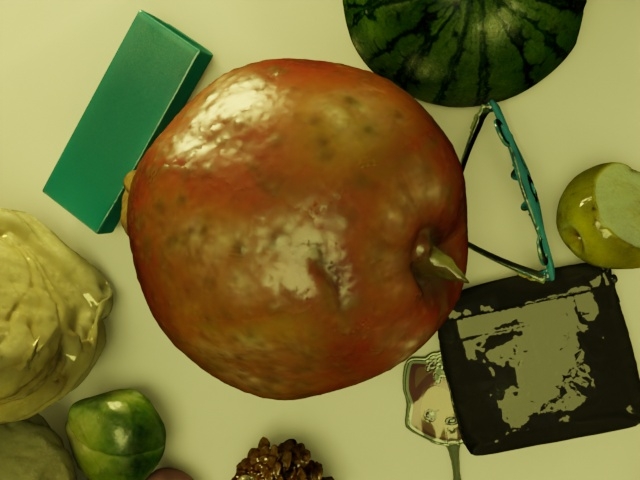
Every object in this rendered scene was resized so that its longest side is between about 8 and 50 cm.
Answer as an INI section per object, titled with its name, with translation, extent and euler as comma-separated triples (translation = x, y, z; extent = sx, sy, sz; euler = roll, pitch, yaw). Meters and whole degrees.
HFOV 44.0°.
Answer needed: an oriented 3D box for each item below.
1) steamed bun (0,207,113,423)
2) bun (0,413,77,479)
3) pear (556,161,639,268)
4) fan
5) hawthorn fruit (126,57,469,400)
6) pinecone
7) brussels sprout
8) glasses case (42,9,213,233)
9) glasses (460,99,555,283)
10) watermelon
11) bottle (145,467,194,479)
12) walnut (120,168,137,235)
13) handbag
[steamed bun]
translation = -0.489, 0.099, 1.083
extent = 0.230, 0.372, 0.325
euler = -37, 71, 29
[bun]
translation = -0.453, 0.420, 1.146
extent = 0.359, 0.211, 0.360
euler = 2, 93, 46
[pear]
translation = 0.356, -0.022, 0.981
extent = 0.141, 0.104, 0.141
euler = 7, 65, -15
[fan]
translation = 0.184, 0.260, 1.110
extent = 0.132, 0.009, 0.220
euler = -4, 96, 13
[hawthorn fruit]
translation = 0.000, 0.000, 0.912
extent = 0.402, 0.403, 0.403
euler = 2, 97, 12
[pinecone]
translation = -0.050, 0.359, 1.106
extent = 0.173, 0.173, 0.174
euler = 2, 97, 12
[brussels sprout]
translation = -0.296, 0.288, 1.164
extent = 0.155, 0.117, 0.155
euler = 7, 101, 39
[glasses case]
translation = -0.273, -0.164, 1.130
extent = 0.117, 0.070, 0.301
euler = 36, 105, 12
[glasses]
translation = 0.209, -0.052, 1.033
extent = 0.207, 0.102, 0.239
euler = -14, 95, 50
[watermelon]
translation = 0.168, -0.332, 0.956
extent = 0.330, 0.189, 0.331
euler = 0, 92, 9
[bottle]
translation = -0.262, 0.445, 1.180
extent = 0.110, 0.110, 0.233
euler = 31, 102, 7
[walnut]
translation = -0.195, -0.056, 1.077
extent = 0.149, 0.166, 0.166
euler = 34, 104, 27
[handbag]
translation = 0.283, 0.155, 1.036
extent = 0.247, 0.080, 0.223
euler = -14, 93, 11
